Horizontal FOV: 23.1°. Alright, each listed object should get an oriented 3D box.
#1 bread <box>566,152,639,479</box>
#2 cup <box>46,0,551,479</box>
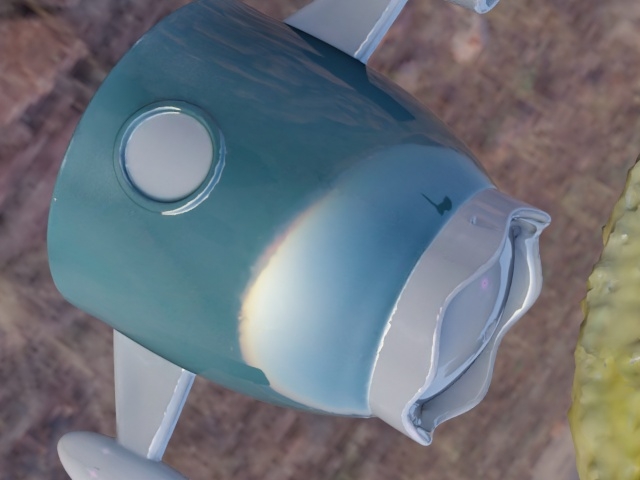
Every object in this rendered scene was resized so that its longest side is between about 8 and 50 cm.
[{"bbox_3d":[0.240,0.139,0.683,0.375,0.165,0.237,53,44,-39],"label":"bread"},{"bbox_3d":[0.000,0.000,0.675,0.300,0.173,0.167,-62,160,0],"label":"cup"}]
